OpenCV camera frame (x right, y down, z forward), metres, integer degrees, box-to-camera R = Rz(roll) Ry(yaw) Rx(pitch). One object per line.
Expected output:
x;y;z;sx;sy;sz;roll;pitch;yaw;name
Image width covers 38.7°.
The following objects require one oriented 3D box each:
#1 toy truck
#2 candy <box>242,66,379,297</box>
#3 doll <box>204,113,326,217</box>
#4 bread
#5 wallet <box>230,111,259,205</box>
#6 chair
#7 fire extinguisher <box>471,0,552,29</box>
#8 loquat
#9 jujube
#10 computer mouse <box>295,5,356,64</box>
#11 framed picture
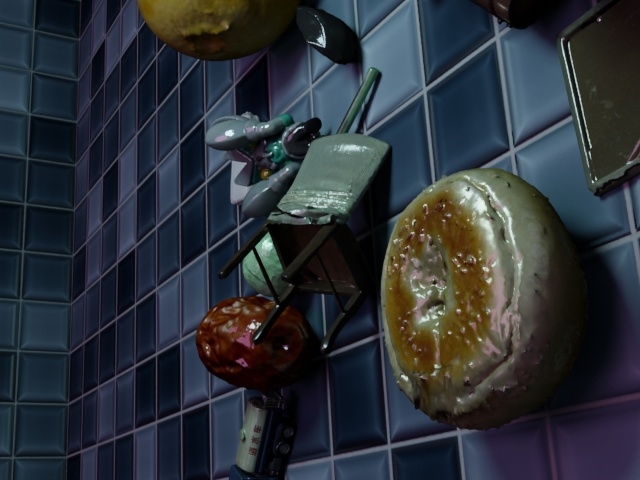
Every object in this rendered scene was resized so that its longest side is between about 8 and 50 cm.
-0.103;0.361;1.600;0.074;0.088;0.201;31;111;58;toy truck
-0.008;-0.091;1.535;0.440;0.119;0.119;-62;34;21;candy
-0.109;-0.165;1.656;0.195;0.153;0.258;53;140;15;doll
0.189;0.069;1.062;0.305;0.159;0.305;-23;62;54;bread
-0.156;-0.169;1.871;0.095;0.033;0.190;-12;74;58;wallet
0.000;0.000;1.407;0.160;0.186;0.319;3;41;35;chair
0.155;-0.385;1.189;0.341;0.105;0.141;42;159;32;fire extinguisher
-0.190;-0.492;1.707;0.328;0.328;0.328;-21;66;58;loquat
-0.112;0.174;1.571;0.250;0.174;0.174;-14;72;62;jujube
0.011;-0.359;1.545;0.057;0.099;0.172;-56;40;25;computer mouse
0.366;-0.199;0.948;0.289;0.016;0.213;-37;53;53;framed picture
